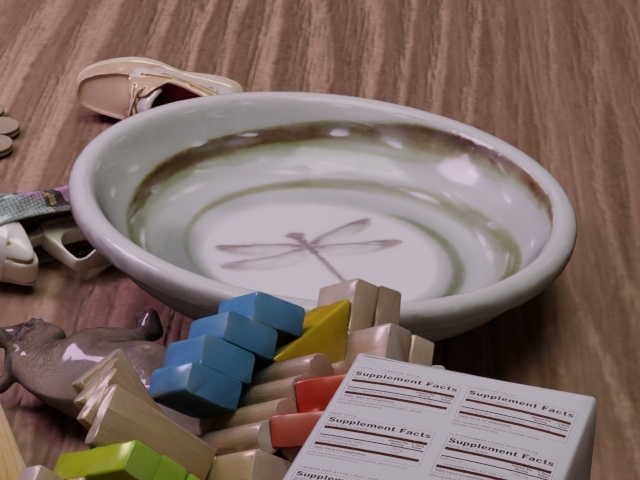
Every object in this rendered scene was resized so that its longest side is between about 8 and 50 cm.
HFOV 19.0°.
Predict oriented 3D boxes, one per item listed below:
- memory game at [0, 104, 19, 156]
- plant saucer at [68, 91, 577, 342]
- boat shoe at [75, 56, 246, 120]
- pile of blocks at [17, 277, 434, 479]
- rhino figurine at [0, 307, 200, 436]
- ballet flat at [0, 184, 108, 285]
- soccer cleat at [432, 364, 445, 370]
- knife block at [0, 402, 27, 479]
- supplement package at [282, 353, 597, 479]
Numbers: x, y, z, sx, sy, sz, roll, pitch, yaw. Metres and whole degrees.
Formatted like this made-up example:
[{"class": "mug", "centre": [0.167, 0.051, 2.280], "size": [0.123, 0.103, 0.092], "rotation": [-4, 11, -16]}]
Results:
[{"class": "memory game", "centre": [-0.376, -0.097, 1.804], "size": [0.186, 0.012, 0.186], "rotation": [1, 29, 0]}, {"class": "plant saucer", "centre": [0.000, 0.000, 1.522], "size": [0.400, 0.100, 0.400], "rotation": [4, 26, -2]}, {"class": "boat shoe", "centre": [-0.156, -0.135, 1.821], "size": [0.170, 0.063, 0.059], "rotation": [5, 24, 8]}, {"class": "pile of blocks", "centre": [-0.051, 0.112, 1.170], "size": [0.112, 0.149, 0.362], "rotation": [-17, 20, 48]}, {"class": "rhino figurine", "centre": [-0.155, 0.096, 1.395], "size": [0.243, 0.073, 0.106], "rotation": [15, 29, 27]}, {"class": "ballet flat", "centre": [-0.227, -0.003, 1.585], "size": [0.221, 0.077, 0.079], "rotation": [-14, 52, -25]}, {"class": "soccer cleat", "centre": [0.104, 0.158, 1.279], "size": [0.068, 0.076, 0.196], "rotation": [-11, 31, -19]}, {"class": "knife block", "centre": [-0.242, 0.146, 1.285], "size": [0.276, 0.088, 0.242], "rotation": [12, 32, 21]}, {"class": "supplement package", "centre": [0.056, 0.204, 1.073], "size": [0.149, 0.194, 0.203], "rotation": [10, 30, 16]}]
